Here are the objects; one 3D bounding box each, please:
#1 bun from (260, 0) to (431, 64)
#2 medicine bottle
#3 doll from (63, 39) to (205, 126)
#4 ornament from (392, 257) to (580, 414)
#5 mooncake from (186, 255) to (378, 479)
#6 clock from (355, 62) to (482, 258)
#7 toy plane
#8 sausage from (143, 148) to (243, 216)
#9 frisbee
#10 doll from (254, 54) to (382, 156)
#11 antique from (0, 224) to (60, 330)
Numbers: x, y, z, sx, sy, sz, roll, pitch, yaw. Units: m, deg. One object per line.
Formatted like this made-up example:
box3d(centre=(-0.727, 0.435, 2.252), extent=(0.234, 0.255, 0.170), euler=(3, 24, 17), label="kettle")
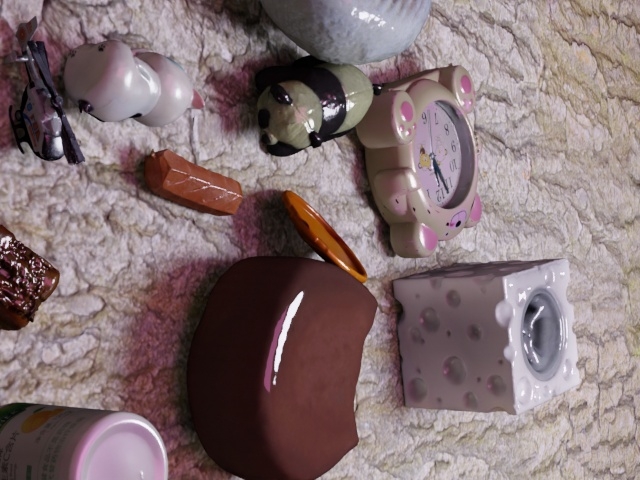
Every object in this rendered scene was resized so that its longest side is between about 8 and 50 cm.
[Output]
box3d(centre=(0.013, -0.434, 1.657), extent=(0.362, 0.211, 0.362), euler=(19, 65, -47), label="bun")
box3d(centre=(-0.304, 0.248, 1.194), extent=(0.133, 0.274, 0.133), euler=(6, 82, -48), label="medicine bottle")
box3d(centre=(-0.249, -0.206, 1.421), extent=(0.180, 0.110, 0.107), euler=(-2, 90, -52), label="doll")
box3d(centre=(0.303, 0.168, 1.952), extent=(0.239, 0.239, 0.240), euler=(-11, 96, -51), label="ornament")
box3d(centre=(-0.050, 0.177, 1.583), extent=(0.334, 0.174, 0.326), euler=(-32, 114, -50), label="mooncake")
box3d(centre=(0.190, -0.143, 1.938), extent=(0.284, 0.114, 0.310), euler=(-30, 111, -48), label="clock")
box3d(centre=(-0.346, -0.175, 1.330), extent=(0.053, 0.078, 0.197), euler=(-9, 80, -48), label="toy plane")
box3d(centre=(-0.187, -0.082, 1.521), extent=(0.169, 0.065, 0.065), euler=(22, 71, -47), label="sausage")
box3d(centre=(0.000, 0.000, 1.685), extent=(0.035, 0.192, 0.192), euler=(-43, 132, 9), label="frisbee")
box3d(centre=(-0.017, -0.214, 1.682), extent=(0.234, 0.135, 0.144), euler=(-25, 105, -44), label="doll")
box3d(centre=(-0.428, -0.009, 1.205), extent=(0.310, 0.093, 0.087), euler=(46, 55, -39), label="antique")
